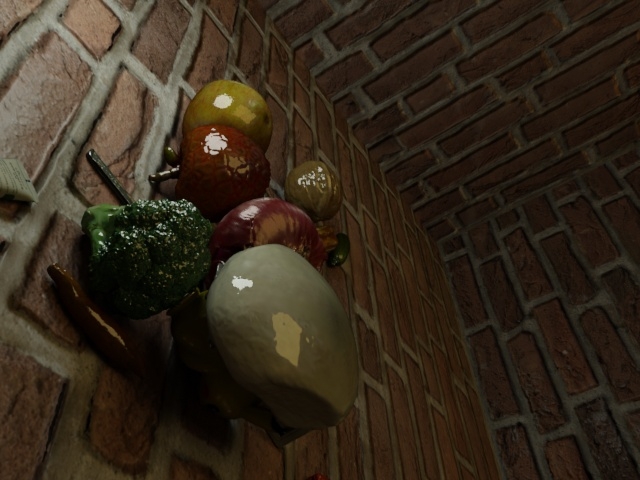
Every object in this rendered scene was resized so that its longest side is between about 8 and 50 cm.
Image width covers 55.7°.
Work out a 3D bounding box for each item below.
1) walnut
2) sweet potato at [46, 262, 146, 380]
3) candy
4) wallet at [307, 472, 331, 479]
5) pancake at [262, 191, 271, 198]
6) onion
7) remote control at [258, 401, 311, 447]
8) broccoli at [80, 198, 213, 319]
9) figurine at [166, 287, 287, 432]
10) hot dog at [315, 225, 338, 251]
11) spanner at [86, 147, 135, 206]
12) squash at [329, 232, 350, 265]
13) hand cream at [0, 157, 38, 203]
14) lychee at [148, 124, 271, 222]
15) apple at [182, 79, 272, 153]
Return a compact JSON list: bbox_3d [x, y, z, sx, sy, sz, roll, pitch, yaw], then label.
[{"bbox_3d":[-0.025,-0.171,2.185,0.228,0.228,0.228,50,23,-30],"label":"walnut"},{"bbox_3d":[-0.397,0.150,1.080,0.264,0.057,0.057,55,21,-15],"label":"sweet potato"},{"bbox_3d":[-0.055,0.166,1.229,0.386,0.186,0.427,50,17,-24],"label":"candy"},{"bbox_3d":[0.059,0.670,1.495,0.241,0.067,0.141,43,25,-40],"label":"wallet"},{"bbox_3d":[-0.185,-0.085,1.888,0.253,0.037,0.253,59,15,-27],"label":"pancake"},{"bbox_3d":[-0.158,0.062,1.531,0.348,0.285,0.347,-9,103,-41],"label":"onion"},{"bbox_3d":[-0.131,0.329,1.423,0.313,0.109,0.055,60,5,-7],"label":"remote control"},{"bbox_3d":[-0.341,0.023,1.158,0.270,0.270,0.270,30,10,21],"label":"broccoli"},{"bbox_3d":[-0.197,0.247,1.272,0.218,0.169,0.326,-175,-118,-83],"label":"figurine"},{"bbox_3d":[0.000,0.000,2.203,0.102,0.076,0.249,65,18,1],"label":"hot dog"},{"bbox_3d":[-0.415,-0.069,1.360,0.325,0.026,0.093,56,20,-13],"label":"spanner"},{"bbox_3d":[0.079,0.036,2.361,0.069,0.069,0.258,55,21,-18],"label":"squash"},{"bbox_3d":[-0.574,-0.105,0.987,0.095,0.059,0.276,63,15,6],"label":"hand cream"},{"bbox_3d":[-0.276,-0.168,1.539,0.255,0.300,0.255,-178,-90,-85],"label":"lychee"},{"bbox_3d":[-0.268,-0.319,1.718,0.264,0.264,0.264,50,23,-30],"label":"apple"}]
